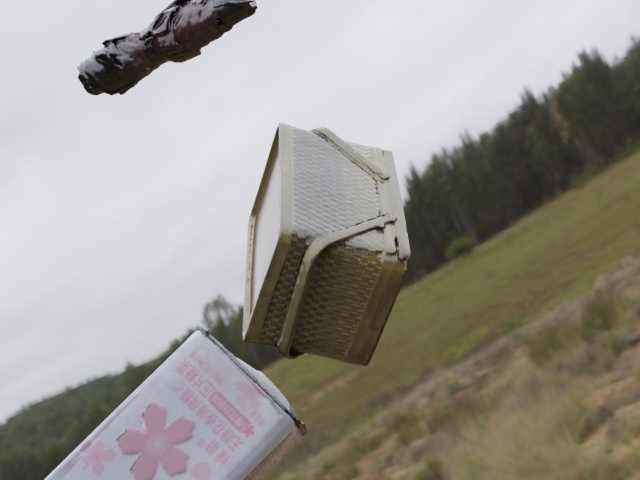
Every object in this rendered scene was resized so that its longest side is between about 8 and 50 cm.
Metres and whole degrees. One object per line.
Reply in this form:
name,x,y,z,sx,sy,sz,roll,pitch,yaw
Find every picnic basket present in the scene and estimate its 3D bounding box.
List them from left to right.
picnic basket,0.000,0.000,1.263,0.139,0.266,0.165,13,-57,-11

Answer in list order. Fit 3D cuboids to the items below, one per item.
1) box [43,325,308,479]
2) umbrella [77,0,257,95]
box,-0.204,0.292,1.387,0.369,0.190,0.112,-46,-20,-11
umbrella,-0.248,-0.322,1.813,0.326,0.090,0.094,-25,-27,19
